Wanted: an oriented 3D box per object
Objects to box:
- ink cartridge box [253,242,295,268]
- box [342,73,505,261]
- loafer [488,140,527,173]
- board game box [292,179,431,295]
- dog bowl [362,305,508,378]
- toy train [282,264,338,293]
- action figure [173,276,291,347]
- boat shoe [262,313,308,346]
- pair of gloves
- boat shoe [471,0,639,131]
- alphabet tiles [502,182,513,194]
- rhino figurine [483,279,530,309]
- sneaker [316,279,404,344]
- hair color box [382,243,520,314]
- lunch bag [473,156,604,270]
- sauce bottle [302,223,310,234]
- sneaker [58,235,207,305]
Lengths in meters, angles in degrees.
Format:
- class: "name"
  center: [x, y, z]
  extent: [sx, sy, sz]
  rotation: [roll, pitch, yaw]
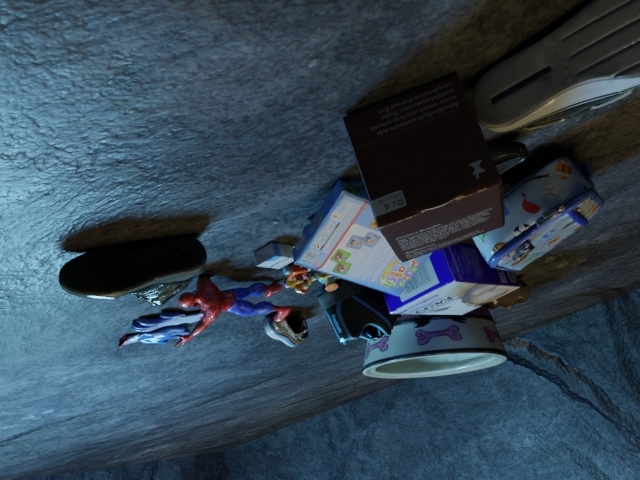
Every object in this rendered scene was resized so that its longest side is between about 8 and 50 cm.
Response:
- class: "ink cartridge box"
  center: [-0.078, 0.029, 1.473]
  extent: [0.048, 0.028, 0.083]
  rotation: [-28, 159, 29]
- class: "box"
  center: [0.149, -0.092, 1.117]
  extent: [0.168, 0.167, 0.203]
  rotation: [-20, 161, 8]
- class: "loafer"
  center: [0.248, -0.093, 1.340]
  extent: [0.223, 0.078, 0.076]
  rotation: [-28, 161, 28]
- class: "board game box"
  center: [0.083, 0.001, 1.329]
  extent: [0.211, 0.039, 0.160]
  rotation: [19, 122, -25]
- class: "dog bowl"
  center: [0.313, 0.284, 2.263]
  extent: [0.408, 0.150, 0.408]
  rotation: [-4, 162, -1]
- class: "toy train"
  center: [-0.008, 0.075, 1.637]
  extent: [0.166, 0.046, 0.125]
  rotation: [-6, 159, -29]
- class: "action figure"
  center: [-0.195, 0.137, 1.571]
  extent: [0.139, 0.091, 0.280]
  rotation: [-37, 155, 24]
- class: "boat shoe"
  center: [-0.067, 0.215, 1.951]
  extent: [0.066, 0.066, 0.183]
  rotation: [-26, 160, 19]
- class: "pair of gloves"
  center: [-0.337, 0.190, 1.708]
  extent: [0.159, 0.023, 0.198]
  rotation: [-6, 159, -32]
- class: "boat shoe"
  center: [0.354, -0.234, 1.019]
  extent: [0.335, 0.121, 0.119]
  rotation: [-19, 174, 35]
- class: "alphabet tiles"
  center: [0.238, -0.019, 1.520]
  extent: [0.284, 0.021, 0.278]
  rotation: [-32, 170, 4]
- class: "rhino figurine"
  center: [0.492, 0.161, 2.292]
  extent: [0.243, 0.073, 0.106]
  rotation: [-7, 160, -23]
- class: "sneaker"
  center: [0.132, 0.174, 1.898]
  extent: [0.340, 0.140, 0.125]
  rotation: [0, 153, -45]
- class: "hair color box"
  center: [0.308, 0.096, 1.890]
  extent: [0.185, 0.110, 0.339]
  rotation: [-31, 159, 32]
- class: "lunch bag"
  center: [0.412, -0.047, 1.498]
  extent: [0.243, 0.115, 0.303]
  rotation: [-36, 165, 17]
- class: "sauce bottle"
  center: [0.000, 0.000, 1.438]
  extent: [0.042, 0.042, 0.128]
  rotation: [-22, 163, 12]
- class: "sneaker"
  center: [-0.302, 0.064, 1.280]
  extent: [0.227, 0.087, 0.130]
  rotation: [-13, 155, -29]
